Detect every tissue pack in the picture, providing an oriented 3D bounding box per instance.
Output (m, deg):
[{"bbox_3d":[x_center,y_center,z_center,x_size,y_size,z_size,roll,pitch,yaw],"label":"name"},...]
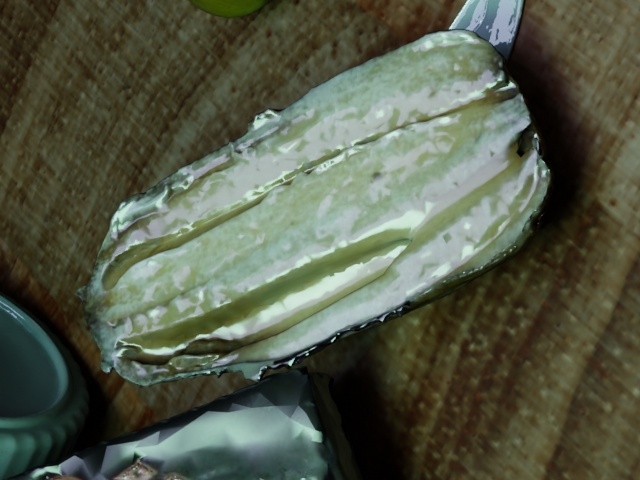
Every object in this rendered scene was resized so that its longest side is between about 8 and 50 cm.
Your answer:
[{"bbox_3d":[-0.107,0.241,1.232,0.332,0.123,0.245,-21,79,8],"label":"tissue pack"}]

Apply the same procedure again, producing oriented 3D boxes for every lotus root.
[{"bbox_3d":[-0.001,0.000,1.219,0.329,0.078,0.167,-23,66,24],"label":"lotus root"}]

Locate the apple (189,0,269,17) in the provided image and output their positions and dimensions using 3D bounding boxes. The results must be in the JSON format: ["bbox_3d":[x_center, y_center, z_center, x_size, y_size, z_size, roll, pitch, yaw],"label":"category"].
[{"bbox_3d":[-0.064,-0.193,1.325,0.089,0.074,0.089,18,110,61],"label":"apple"}]

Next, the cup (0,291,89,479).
[{"bbox_3d":[-0.329,0.180,1.468,0.257,0.331,0.311,31,111,4],"label":"cup"}]

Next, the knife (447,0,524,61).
[{"bbox_3d":[0.059,-0.070,1.235,0.063,0.035,0.260,50,117,26],"label":"knife"}]
